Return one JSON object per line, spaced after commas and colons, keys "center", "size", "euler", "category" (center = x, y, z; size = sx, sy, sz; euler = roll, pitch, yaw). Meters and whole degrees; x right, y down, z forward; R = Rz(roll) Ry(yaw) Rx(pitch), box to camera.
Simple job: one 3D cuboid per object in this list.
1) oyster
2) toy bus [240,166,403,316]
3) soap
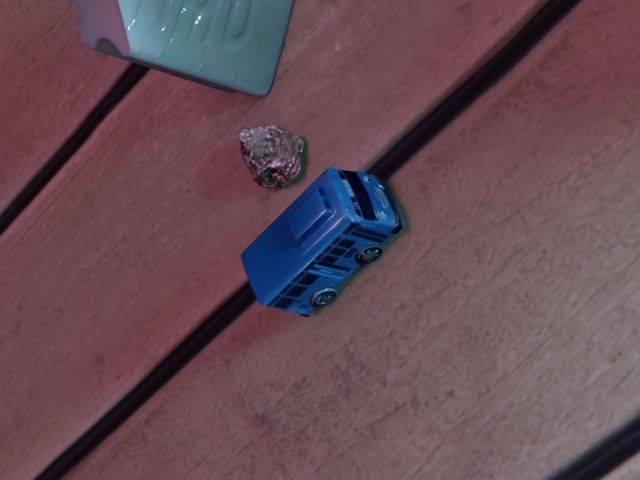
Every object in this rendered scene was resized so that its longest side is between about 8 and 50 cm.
{"center": [-0.064, -0.111, 1.972], "size": [0.100, 0.037, 0.098], "euler": [-21, 67, 40], "category": "oyster"}
{"center": [0.000, 0.000, 1.835], "size": [0.185, 0.106, 0.090], "euler": [-44, 50, 29], "category": "toy bus"}
{"center": [-0.178, -0.297, 1.950], "size": [0.095, 0.290, 0.172], "euler": [15, 91, 48], "category": "soap"}
